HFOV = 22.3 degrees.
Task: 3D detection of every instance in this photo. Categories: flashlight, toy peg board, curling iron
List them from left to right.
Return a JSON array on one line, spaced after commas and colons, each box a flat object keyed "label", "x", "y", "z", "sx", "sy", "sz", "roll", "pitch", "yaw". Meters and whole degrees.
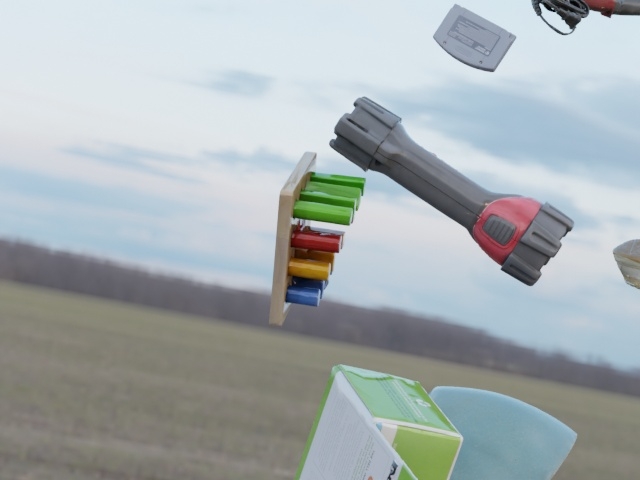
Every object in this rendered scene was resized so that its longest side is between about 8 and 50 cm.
[{"label": "toy peg board", "x": 0.000, "y": 0.000, "z": 1.853, "sx": 0.079, "sy": 0.160, "sz": 0.161, "roll": 8, "pitch": 21, "yaw": 8}, {"label": "flashlight", "x": 0.158, "y": -0.066, "z": 1.976, "sx": 0.304, "sy": 0.103, "sz": 0.103, "roll": 34, "pitch": -31, "yaw": 7}, {"label": "curling iron", "x": 0.353, "y": -0.282, "z": 1.988, "sx": 0.274, "sy": 0.068, "sz": 0.035, "roll": -7, "pitch": -33, "yaw": -45}]

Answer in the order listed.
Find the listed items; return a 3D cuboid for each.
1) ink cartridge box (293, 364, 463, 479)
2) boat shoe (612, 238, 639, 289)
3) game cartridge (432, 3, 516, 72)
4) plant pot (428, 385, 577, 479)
[{"label": "ink cartridge box", "x": 0.061, "y": 0.253, "z": 1.462, "sx": 0.097, "sy": 0.189, "sz": 0.255, "roll": 13, "pitch": 15, "yaw": -22}, {"label": "boat shoe", "x": 0.420, "y": 0.045, "z": 1.960, "sx": 0.063, "sy": 0.059, "sz": 0.170, "roll": -24, "pitch": 23, "yaw": -17}, {"label": "game cartridge", "x": 0.170, "y": -0.224, "z": 1.812, "sx": 0.083, "sy": 0.056, "sz": 0.017, "roll": 32, "pitch": -7, "yaw": 21}, {"label": "plant pot", "x": 0.195, "y": 0.321, "z": 2.296, "sx": 0.195, "sy": 0.290, "sz": 0.290, "roll": 41, "pitch": 0, "yaw": 6}]
